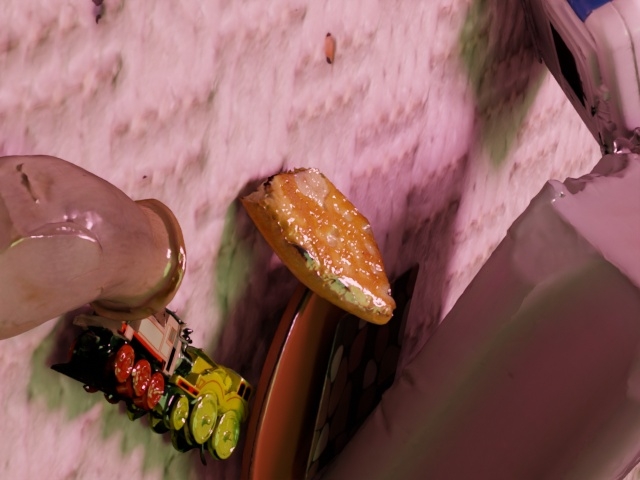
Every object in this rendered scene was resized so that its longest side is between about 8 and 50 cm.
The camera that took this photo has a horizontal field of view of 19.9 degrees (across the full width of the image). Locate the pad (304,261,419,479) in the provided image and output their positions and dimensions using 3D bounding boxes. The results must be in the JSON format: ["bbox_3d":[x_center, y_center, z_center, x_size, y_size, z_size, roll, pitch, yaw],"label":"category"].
[{"bbox_3d":[0.041,0.117,1.687,0.235,0.003,0.158,-30,134,-66],"label":"pad"}]

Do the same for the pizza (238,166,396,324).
[{"bbox_3d":[0.000,0.000,1.450,0.160,0.035,0.099,43,35,-23],"label":"pizza"}]

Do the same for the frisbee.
[{"bbox_3d":[-0.018,0.124,1.539,0.251,0.021,0.251,16,90,-78],"label":"frisbee"}]

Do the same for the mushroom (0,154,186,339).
[{"bbox_3d":[-0.164,0.002,1.122,0.247,0.096,0.108,-2,76,-68],"label":"mushroom"}]

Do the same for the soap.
[{"bbox_3d":[0.209,0.138,1.675,0.435,0.213,0.350,-54,169,28],"label":"soap"}]

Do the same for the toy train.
[{"bbox_3d":[-0.117,0.099,1.337,0.250,0.053,0.085,48,56,-62],"label":"toy train"}]

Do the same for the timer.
[{"bbox_3d":[0.263,-0.189,1.771,0.078,0.178,0.253,-27,146,-1],"label":"timer"}]
